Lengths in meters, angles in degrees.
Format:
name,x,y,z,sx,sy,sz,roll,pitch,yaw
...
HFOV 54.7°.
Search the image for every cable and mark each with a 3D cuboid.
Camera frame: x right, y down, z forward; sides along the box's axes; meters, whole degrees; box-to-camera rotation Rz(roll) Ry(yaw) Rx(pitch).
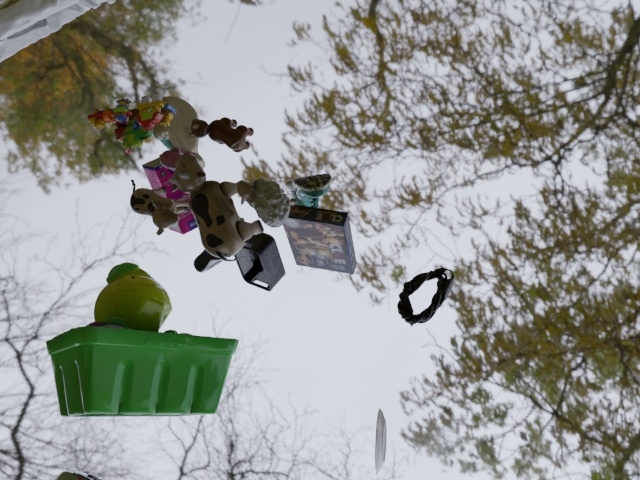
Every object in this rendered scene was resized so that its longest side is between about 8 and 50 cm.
name,x,y,z,sx,sy,sz,roll,pitch,yaw
cable,0.262,0.145,1.613,0.150,0.047,0.184,-4,-135,45

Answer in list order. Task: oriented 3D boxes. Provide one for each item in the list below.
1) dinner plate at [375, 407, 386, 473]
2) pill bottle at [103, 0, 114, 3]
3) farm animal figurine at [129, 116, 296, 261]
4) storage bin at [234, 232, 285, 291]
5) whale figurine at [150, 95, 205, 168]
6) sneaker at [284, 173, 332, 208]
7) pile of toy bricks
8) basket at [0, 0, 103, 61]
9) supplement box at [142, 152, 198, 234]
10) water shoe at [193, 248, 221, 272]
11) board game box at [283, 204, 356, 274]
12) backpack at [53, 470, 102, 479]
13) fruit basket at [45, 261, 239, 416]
name,x,y,z,sx,sy,sz,roll,pitch,yaw
dinner plate,0.136,0.448,1.381,0.017,0.141,0.141,1,-136,12
pill bottle,-0.721,-0.812,2.002,0.065,0.116,0.065,-7,-102,36
farm animal figurine,-0.260,-0.091,1.320,0.330,0.327,0.172,-41,170,29
storage bin,-0.196,0.061,1.965,0.122,0.180,0.084,17,-129,31
whale figurine,-0.497,-0.357,2.136,0.141,0.272,0.216,-26,175,37
sneaker,-0.026,-0.127,1.735,0.107,0.110,0.275,-12,-177,-12
pile of toy bricks,-0.425,-0.251,1.410,0.212,0.118,0.105,-5,-108,25
basket,-0.529,-0.473,1.026,0.328,0.266,0.331,-47,-155,-28
supplement box,-0.426,-0.142,1.851,0.111,0.220,0.114,-31,-153,-28
water shoe,-0.344,0.038,2.068,0.203,0.073,0.080,-31,177,34
board game box,0.000,0.000,1.584,0.165,0.243,0.042,9,-120,15
backpack,-0.502,0.562,1.284,0.188,0.165,0.144,-46,-169,46
fruit basket,-0.401,0.207,1.387,0.283,0.392,0.392,-21,-149,47
